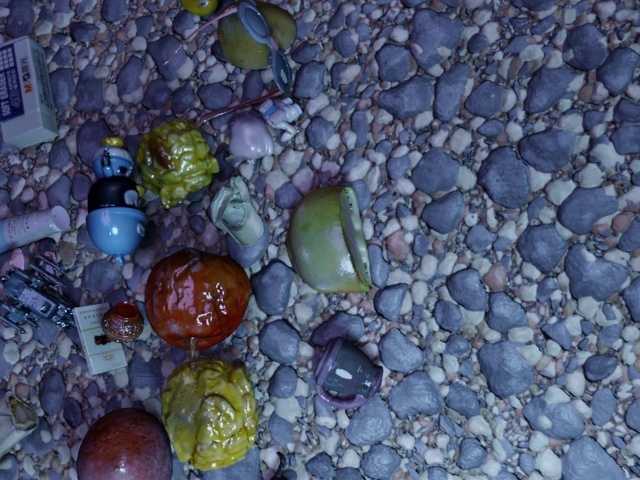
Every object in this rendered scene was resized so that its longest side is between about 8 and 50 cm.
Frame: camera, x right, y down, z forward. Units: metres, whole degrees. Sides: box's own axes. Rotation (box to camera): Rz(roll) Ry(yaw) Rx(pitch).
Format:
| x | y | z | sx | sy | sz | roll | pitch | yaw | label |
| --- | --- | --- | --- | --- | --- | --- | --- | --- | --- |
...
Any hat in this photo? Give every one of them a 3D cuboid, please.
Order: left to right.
| x | y | z | sx | sy | sz | roll | pitch | yaw | label |
| --- | --- | --- | --- | --- | --- | --- | --- | --- | --- |
| -0.203 | -0.062 | 1.468 | 0.122 | 0.081 | 0.166 | -38 | 90 | -36 | hat |

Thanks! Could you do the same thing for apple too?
| x | y | z | sx | sy | sz | roll | pitch | yaw | label |
| --- | --- | --- | --- | --- | --- | --- | --- | --- | --- |
| 0.000 | 0.000 | 1.389 | 0.193 | 0.120 | 0.264 | -13 | 76 | 21 | apple |

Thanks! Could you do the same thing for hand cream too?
| x | y | z | sx | sy | sz | roll | pitch | yaw | label |
| --- | --- | --- | --- | --- | --- | --- | --- | --- | --- |
| -0.806 | -0.018 | 1.591 | 0.313 | 0.070 | 0.111 | -13 | 80 | 18 | hand cream |

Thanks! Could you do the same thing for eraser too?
| x | y | z | sx | sy | sz | roll | pitch | yaw | label |
| --- | --- | --- | --- | --- | --- | --- | --- | --- | --- |
| -0.796 | -0.397 | 1.628 | 0.124 | 0.081 | 0.278 | -16 | 78 | 8 | eraser |

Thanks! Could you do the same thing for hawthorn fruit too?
| x | y | z | sx | sy | sz | roll | pitch | yaw | label |
| --- | --- | --- | --- | --- | --- | --- | --- | --- | --- |
| -0.279 | 0.159 | 1.348 | 0.242 | 0.242 | 0.271 | -1 | 65 | 11 | hawthorn fruit |

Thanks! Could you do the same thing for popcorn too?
| x | y | z | sx | sy | sz | roll | pitch | yaw | label |
| --- | --- | --- | --- | --- | --- | --- | --- | --- | --- |
| -0.347 | -0.188 | 1.465 | 0.169 | 0.218 | 0.189 | -33 | 92 | -40 | popcorn |
| -0.243 | 0.374 | 1.347 | 0.250 | 0.190 | 0.250 | -1 | 87 | 22 | popcorn |

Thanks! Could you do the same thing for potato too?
| x | y | z | sx | sy | sz | roll | pitch | yaw | label |
| --- | --- | --- | --- | --- | --- | --- | --- | --- | --- |
| -0.171 | -0.531 | 1.506 | 0.202 | 0.117 | 0.182 | 8 | 80 | 13 | potato |

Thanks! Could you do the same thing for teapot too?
| x | y | z | sx | sy | sz | roll | pitch | yaw | label |
| --- | --- | --- | --- | --- | --- | --- | --- | --- | --- |
| 0.060 | 0.301 | 1.330 | 0.146 | 0.116 | 0.148 | 25 | 83 | 4 | teapot |

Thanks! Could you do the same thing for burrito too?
| x | y | z | sx | sy | sz | roll | pitch | yaw | label |
| --- | --- | --- | --- | --- | --- | --- | --- | --- | --- |
| -0.842 | 0.500 | 1.488 | 0.299 | 0.105 | 0.143 | -35 | 67 | 6 | burrito |

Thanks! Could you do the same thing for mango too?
| x | y | z | sx | sy | sz | roll | pitch | yaw | label |
| --- | --- | --- | --- | --- | --- | --- | --- | --- | --- |
| -0.329 | -0.652 | 1.578 | 0.161 | 0.076 | 0.103 | 44 | 98 | 23 | mango |

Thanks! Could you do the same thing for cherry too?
| x | y | z | sx | sy | sz | roll | pitch | yaw | label |
| --- | --- | --- | --- | --- | --- | --- | --- | --- | --- |
| -0.443 | 0.493 | 1.341 | 0.206 | 0.239 | 0.239 | -11 | 79 | 18 | cherry |

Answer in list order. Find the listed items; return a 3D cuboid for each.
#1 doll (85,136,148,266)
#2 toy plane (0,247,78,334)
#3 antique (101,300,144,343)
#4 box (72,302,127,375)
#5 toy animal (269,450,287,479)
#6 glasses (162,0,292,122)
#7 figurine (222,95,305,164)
| x | y | z | sx | sy | sz | roll | pitch | yaw | label |
| --- | --- | --- | --- | --- | --- | --- | --- | --- | --- |
| -0.494 | -0.090 | 1.472 | 0.141 | 0.177 | 0.313 | -5 | 77 | -3 | doll |
| -0.672 | 0.162 | 1.504 | 0.326 | 0.104 | 0.222 | 32 | 88 | 14 | toy plane |
| -0.476 | 0.201 | 1.462 | 0.104 | 0.104 | 0.104 | -2 | 81 | 11 | antique |
| -0.536 | 0.237 | 1.473 | 0.024 | 0.090 | 0.166 | -32 | 74 | 37 | box |
| -0.089 | 0.593 | 1.328 | 0.148 | 0.084 | 0.232 | 12 | 87 | 14 | toy animal |
| -0.221 | -0.430 | 1.471 | 0.269 | 0.234 | 0.118 | -15 | 37 | 23 | glasses |
| -0.143 | -0.264 | 1.464 | 0.229 | 0.112 | 0.137 | -39 | 71 | -7 | figurine |
